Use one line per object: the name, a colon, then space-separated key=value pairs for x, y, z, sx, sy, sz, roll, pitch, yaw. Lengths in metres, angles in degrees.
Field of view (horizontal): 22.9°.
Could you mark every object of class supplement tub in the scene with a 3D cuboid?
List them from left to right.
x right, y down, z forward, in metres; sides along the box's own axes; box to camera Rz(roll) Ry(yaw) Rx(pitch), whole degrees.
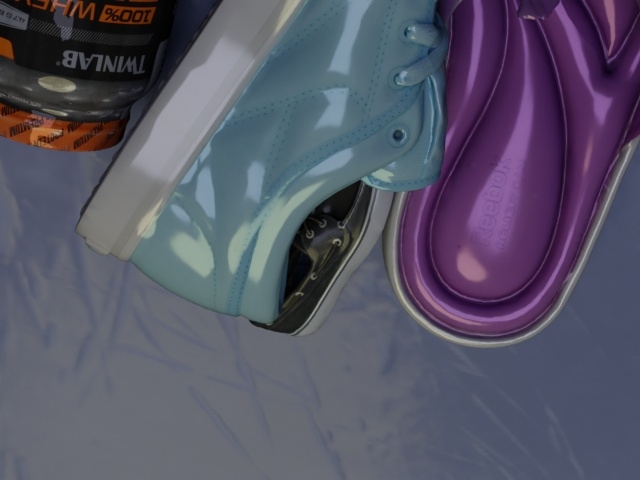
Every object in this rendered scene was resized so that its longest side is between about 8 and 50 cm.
supplement tub: x=-0.130 y=-0.151 z=0.842 sx=0.117 sy=0.117 sz=0.190 roll=13 pitch=111 yaw=-4

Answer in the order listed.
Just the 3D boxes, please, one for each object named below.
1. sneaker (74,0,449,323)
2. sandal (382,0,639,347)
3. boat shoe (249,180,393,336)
sneaker: x=0.024 y=-0.110 z=0.830 sx=0.150 sy=0.135 sz=0.366 roll=33 pitch=114 yaw=-9
sandal: x=0.131 y=-0.122 z=0.857 sx=0.169 sy=0.102 sz=0.416 roll=5 pitch=111 yaw=-1
boat shoe: x=0.000 y=0.000 z=0.926 sx=0.040 sy=0.049 sz=0.142 roll=5 pitch=124 yaw=-35
